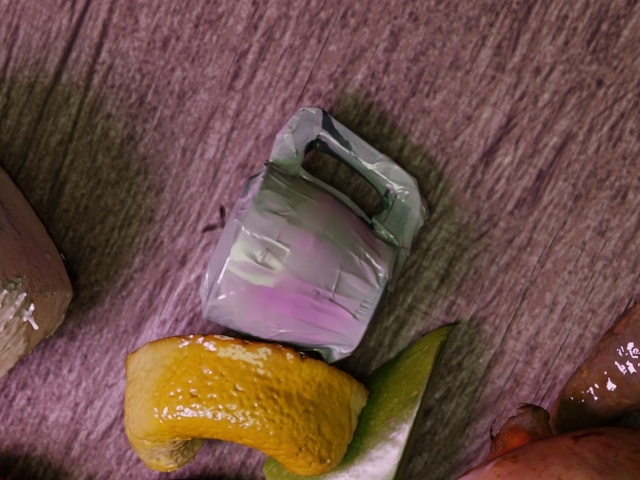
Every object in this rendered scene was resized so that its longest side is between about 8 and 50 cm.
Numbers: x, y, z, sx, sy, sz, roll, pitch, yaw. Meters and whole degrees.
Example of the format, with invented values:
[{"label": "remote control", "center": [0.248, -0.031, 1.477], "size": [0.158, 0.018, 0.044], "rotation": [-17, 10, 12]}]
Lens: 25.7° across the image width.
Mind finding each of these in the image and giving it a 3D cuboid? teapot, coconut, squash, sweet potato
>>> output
[{"label": "teapot", "center": [-0.005, 0.009, 1.363], "size": [0.178, 0.222, 0.163], "rotation": [25, 144, -3]}, {"label": "coconut", "center": [-0.414, 0.037, 1.377], "size": [0.254, 0.297, 0.297], "rotation": [-34, 89, 4]}, {"label": "squash", "center": [0.078, 0.218, 1.383], "size": [0.252, 0.093, 0.169], "rotation": [-38, 87, 16]}, {"label": "sweet potato", "center": [0.346, 0.087, 1.300], "size": [0.341, 0.092, 0.114], "rotation": [-26, 108, 16]}]

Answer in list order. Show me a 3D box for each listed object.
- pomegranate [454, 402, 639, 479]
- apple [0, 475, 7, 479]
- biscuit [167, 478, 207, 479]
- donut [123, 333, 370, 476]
[{"label": "pomegranate", "center": [0.223, 0.298, 1.250], "size": [0.338, 0.338, 0.338], "rotation": [2, 99, 13]}, {"label": "apple", "center": [-0.405, 0.352, 1.447], "size": [0.260, 0.216, 0.260], "rotation": [6, 102, 30]}, {"label": "biscuit", "center": [-0.133, 0.390, 1.442], "size": [0.296, 0.102, 0.296], "rotation": [6, 106, 20]}, {"label": "donut", "center": [-0.101, 0.154, 1.356], "size": [0.259, 0.152, 0.101], "rotation": [-3, 57, 28]}]
